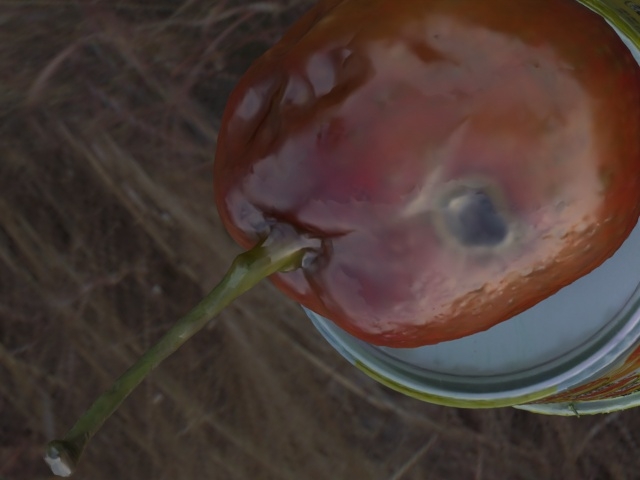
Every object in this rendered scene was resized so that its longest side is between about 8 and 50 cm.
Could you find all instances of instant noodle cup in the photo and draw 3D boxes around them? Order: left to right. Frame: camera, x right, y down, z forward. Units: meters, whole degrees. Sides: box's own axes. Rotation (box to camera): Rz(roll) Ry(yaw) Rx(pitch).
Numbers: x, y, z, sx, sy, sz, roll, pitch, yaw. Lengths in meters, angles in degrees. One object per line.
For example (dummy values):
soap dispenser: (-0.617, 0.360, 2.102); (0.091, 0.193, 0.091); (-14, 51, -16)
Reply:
instant noodle cup: (0.106, -0.026, 0.832); (0.264, 0.200, 0.264); (1, 92, 20)

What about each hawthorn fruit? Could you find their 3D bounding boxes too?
hawthorn fruit: (0.000, 0.000, 0.625); (0.165, 0.285, 0.165); (41, 155, 24)
